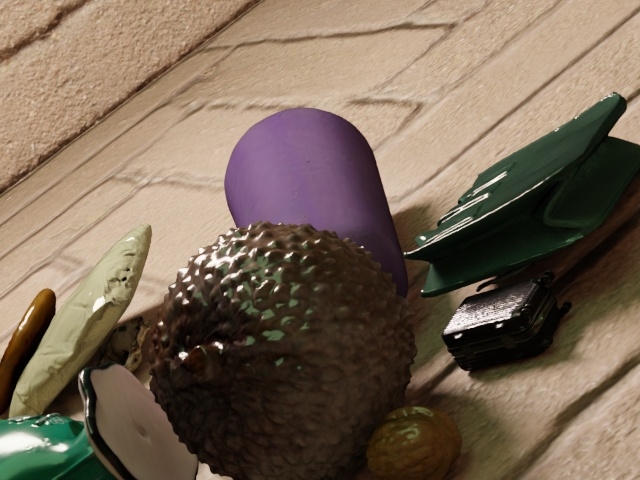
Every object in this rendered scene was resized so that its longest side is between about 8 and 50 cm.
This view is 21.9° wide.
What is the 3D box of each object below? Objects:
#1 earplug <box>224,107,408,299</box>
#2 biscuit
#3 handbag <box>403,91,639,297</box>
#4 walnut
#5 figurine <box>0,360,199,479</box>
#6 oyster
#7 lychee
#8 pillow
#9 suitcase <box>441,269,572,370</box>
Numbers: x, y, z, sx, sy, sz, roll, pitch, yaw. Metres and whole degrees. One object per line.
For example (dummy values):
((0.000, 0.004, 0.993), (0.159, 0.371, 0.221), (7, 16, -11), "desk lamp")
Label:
((0.000, 0.000, 2.077), (0.215, 0.215, 0.456), (-31, 23, 6), "earplug")
((-0.443, 0.167, 2.463), (0.212, 0.036, 0.212), (-154, 90, -88), "biscuit")
((0.242, -0.048, 1.888), (0.238, 0.089, 0.326), (-27, 8, 28), "handbag")
((0.092, 0.200, 1.600), (0.096, 0.083, 0.079), (-21, -6, 37), "walnut")
((-0.320, 0.303, 1.821), (0.340, 0.231, 0.323), (-36, -8, 17), "figurine")
((-0.277, 0.153, 2.355), (0.108, 0.053, 0.166), (-46, 17, 33), "oyster")
((-0.031, 0.121, 1.714), (0.300, 0.300, 0.300), (-29, 19, 11), "lychee")
((-0.354, 0.122, 2.425), (0.274, 0.076, 0.281), (-50, 11, 25), "pillow")
((0.193, 0.087, 1.742), (0.126, 0.059, 0.086), (-17, 22, 39), "suitcase")
